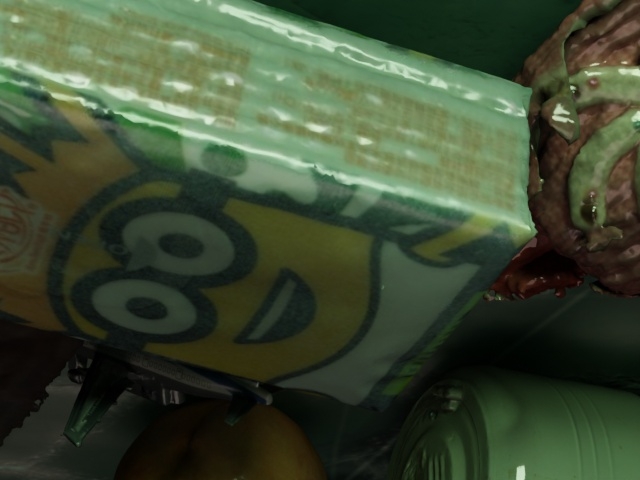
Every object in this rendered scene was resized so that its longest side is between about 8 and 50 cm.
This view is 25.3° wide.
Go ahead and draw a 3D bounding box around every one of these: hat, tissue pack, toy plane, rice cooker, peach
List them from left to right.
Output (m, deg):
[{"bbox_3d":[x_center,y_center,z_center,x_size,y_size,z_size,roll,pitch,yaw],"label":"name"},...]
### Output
[{"bbox_3d":[-0.116,0.084,0.993,0.226,0.058,0.226,4,-159,38],"label":"toy plane"},{"bbox_3d":[-0.065,-0.027,0.796,0.311,0.128,0.228,15,145,-13],"label":"tissue pack"},{"bbox_3d":[-0.081,0.211,1.153,0.184,0.184,0.184,-1,147,-1],"label":"peach"},{"bbox_3d":[0.181,0.217,1.130,0.244,0.226,0.226,10,145,-21],"label":"rice cooker"},{"bbox_3d":[0.191,-0.041,0.828,0.236,0.107,0.286,39,126,-24],"label":"hat"}]

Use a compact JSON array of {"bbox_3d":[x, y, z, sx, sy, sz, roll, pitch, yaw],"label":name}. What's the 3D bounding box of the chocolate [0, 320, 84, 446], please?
[{"bbox_3d":[-0.260,0.082,0.999,0.112,0.112,0.321,14,143,-25],"label":"chocolate"}]
